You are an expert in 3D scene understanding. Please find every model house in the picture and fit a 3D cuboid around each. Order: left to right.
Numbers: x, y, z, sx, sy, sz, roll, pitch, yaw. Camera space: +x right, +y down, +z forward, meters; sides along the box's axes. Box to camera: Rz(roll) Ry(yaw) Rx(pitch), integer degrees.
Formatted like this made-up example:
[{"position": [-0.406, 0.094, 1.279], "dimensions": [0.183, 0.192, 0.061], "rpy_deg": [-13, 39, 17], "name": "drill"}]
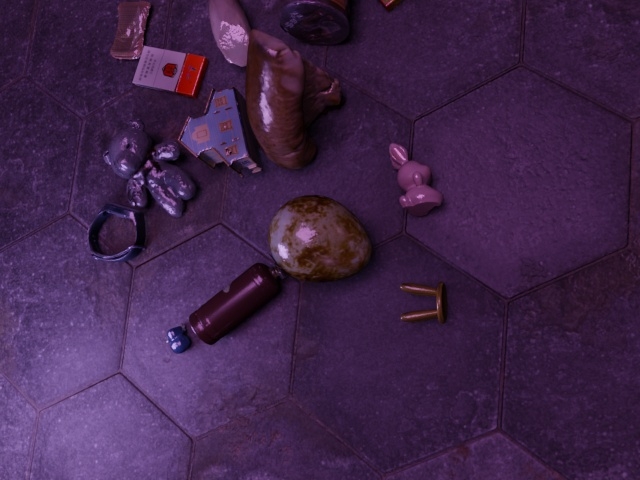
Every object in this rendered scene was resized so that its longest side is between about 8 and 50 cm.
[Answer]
[{"position": [-0.307, -0.305, 1.800], "dimensions": [0.206, 0.178, 0.271], "rpy_deg": [-16, 80, 8], "name": "model house"}]

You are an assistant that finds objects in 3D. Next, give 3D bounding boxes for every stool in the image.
[{"position": [0.276, 0.166, 1.584], "dimensions": [0.110, 0.134, 0.135], "rpy_deg": [-3, 36, 21], "name": "stool"}]

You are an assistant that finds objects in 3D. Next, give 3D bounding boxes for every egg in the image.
[{"position": [0.000, 0.000, 1.633], "dimensions": [0.289, 0.238, 0.238], "rpy_deg": [18, 87, -4], "name": "egg"}]

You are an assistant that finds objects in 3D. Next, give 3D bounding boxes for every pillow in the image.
[{"position": [-0.654, -0.724, 2.051], "dimensions": [0.135, 0.034, 0.211], "rpy_deg": [7, 85, 16], "name": "pillow"}]

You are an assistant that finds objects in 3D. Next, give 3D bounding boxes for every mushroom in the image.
[{"position": [-0.292, -0.711, 1.894], "dimensions": [0.128, 0.128, 0.350], "rpy_deg": [-17, 72, 14], "name": "mushroom"}, {"position": [-0.125, -0.393, 1.648], "dimensions": [0.224, 0.397, 0.314], "rpy_deg": [28, 93, 21], "name": "mushroom"}]

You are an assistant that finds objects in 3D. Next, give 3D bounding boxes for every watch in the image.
[{"position": [-0.654, -0.018, 1.925], "dimensions": [0.206, 0.068, 0.193], "rpy_deg": [16, 90, 22], "name": "watch"}]

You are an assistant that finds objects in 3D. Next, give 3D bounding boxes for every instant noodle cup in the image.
[{"position": [0.000, -0.725, 1.765], "dimensions": [0.217, 0.217, 0.207], "rpy_deg": [7, 78, 18], "name": "instant noodle cup"}]

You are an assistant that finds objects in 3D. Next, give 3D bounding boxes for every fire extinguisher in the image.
[{"position": [-0.226, 0.156, 1.740], "dimensions": [0.337, 0.114, 0.135], "rpy_deg": [-37, 59, 9], "name": "fire extinguisher"}]

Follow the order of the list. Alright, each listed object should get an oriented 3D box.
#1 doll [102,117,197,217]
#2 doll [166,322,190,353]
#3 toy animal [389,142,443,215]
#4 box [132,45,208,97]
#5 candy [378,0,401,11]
[{"position": [-0.545, -0.225, 1.874], "dimensions": [0.340, 0.158, 0.246], "rpy_deg": [48, 109, 15], "name": "doll"}, {"position": [-0.438, 0.305, 1.817], "dimensions": [0.076, 0.050, 0.083], "rpy_deg": [-36, 75, 13], "name": "doll"}, {"position": [0.261, -0.180, 1.645], "dimensions": [0.124, 0.124, 0.212], "rpy_deg": [-18, 70, 14], "name": "toy animal"}, {"position": [-0.499, -0.561, 1.977], "dimensions": [0.245, 0.035, 0.139], "rpy_deg": [17, 87, 19], "name": "box"}, {"position": [0.229, -0.748, 1.778], "dimensions": [0.122, 0.038, 0.062], "rpy_deg": [-38, 73, 8], "name": "candy"}]
